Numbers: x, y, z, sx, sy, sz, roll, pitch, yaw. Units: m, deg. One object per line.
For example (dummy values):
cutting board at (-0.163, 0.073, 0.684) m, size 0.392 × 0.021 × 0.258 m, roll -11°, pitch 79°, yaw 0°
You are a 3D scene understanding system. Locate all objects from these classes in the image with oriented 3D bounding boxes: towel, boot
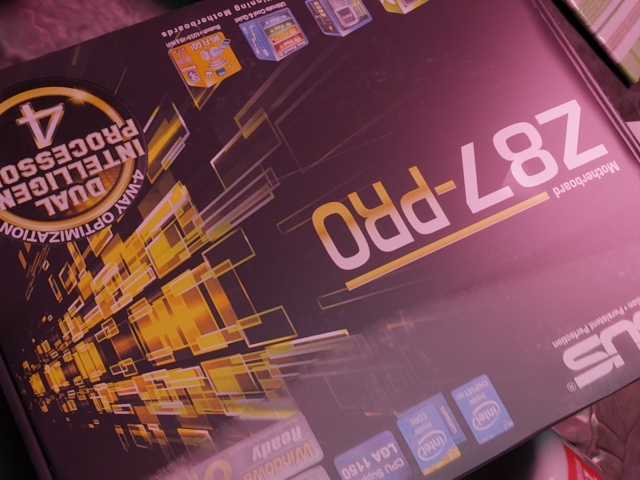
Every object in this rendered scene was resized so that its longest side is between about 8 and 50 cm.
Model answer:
towel at (0.319, -0.255, 1.029) m, size 0.152 × 0.023 × 0.113 m, roll 49°, pitch 54°, yaw -7°
boot at (0.161, 0.109, 0.719) m, size 0.247 × 0.083 × 0.161 m, roll 33°, pitch 60°, yaw -15°

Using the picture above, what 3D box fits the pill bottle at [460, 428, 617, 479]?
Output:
pill bottle at (0.192, 0.256, 0.613) m, size 0.283 × 0.161 × 0.161 m, roll 38°, pitch 53°, yaw -13°

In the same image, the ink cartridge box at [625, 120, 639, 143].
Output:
ink cartridge box at (0.373, -0.034, 0.939) m, size 0.225 × 0.056 × 0.181 m, roll -10°, pitch 75°, yaw -34°

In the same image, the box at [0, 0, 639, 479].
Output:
box at (0.000, 0.000, 0.548) m, size 0.395 × 0.097 × 0.318 m, roll -23°, pitch 75°, yaw -17°
